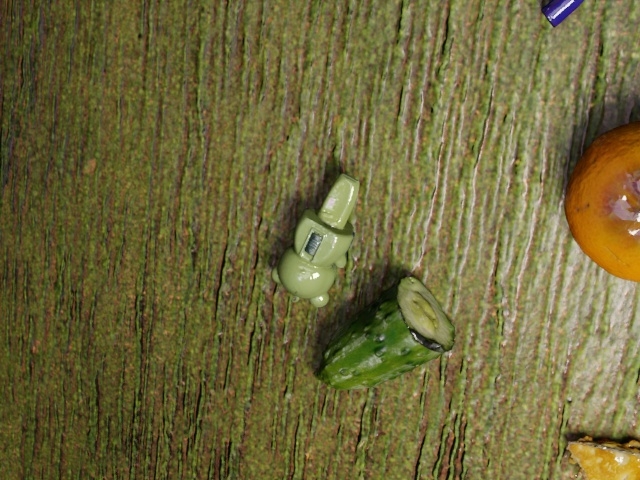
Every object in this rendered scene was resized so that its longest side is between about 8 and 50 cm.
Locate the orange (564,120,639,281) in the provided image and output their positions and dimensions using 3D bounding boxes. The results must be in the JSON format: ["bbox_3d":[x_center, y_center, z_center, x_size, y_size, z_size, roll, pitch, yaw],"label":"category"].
[{"bbox_3d":[0.432,-0.050,1.205,0.224,0.170,0.224,3,99,22],"label":"orange"}]

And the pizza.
[{"bbox_3d":[0.449,0.336,1.329,0.193,0.053,0.201,43,122,7],"label":"pizza"}]

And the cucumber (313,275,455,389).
[{"bbox_3d":[0.077,0.164,1.412,0.244,0.134,0.134,-36,86,32],"label":"cucumber"}]

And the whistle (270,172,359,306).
[{"bbox_3d":[0.000,0.000,1.425,0.105,0.085,0.227,30,110,13],"label":"whistle"}]

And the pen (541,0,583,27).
[{"bbox_3d":[0.409,-0.386,1.228,0.269,0.033,0.033,-40,84,22],"label":"pen"}]
